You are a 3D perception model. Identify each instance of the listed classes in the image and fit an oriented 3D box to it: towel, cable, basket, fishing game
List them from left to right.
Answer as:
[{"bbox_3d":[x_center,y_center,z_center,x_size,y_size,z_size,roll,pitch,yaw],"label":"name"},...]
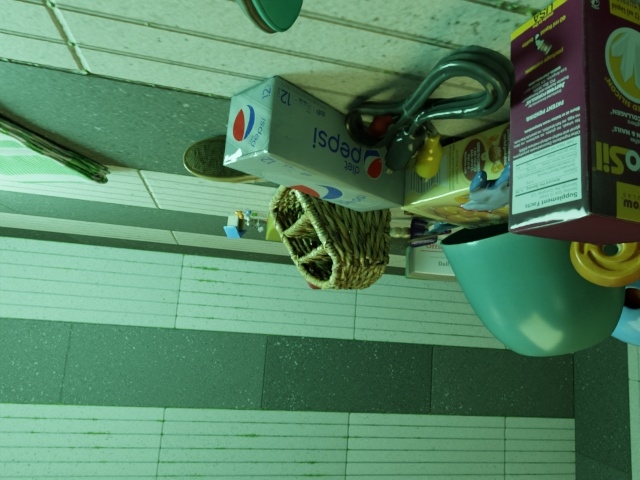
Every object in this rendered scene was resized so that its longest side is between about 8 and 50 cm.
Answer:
[{"bbox_3d":[-0.587,-0.163,0.825,0.247,0.038,0.325,3,171,13],"label":"towel"},{"bbox_3d":[0.000,0.000,1.006,0.222,0.214,0.299,6,170,-15],"label":"basket"},{"bbox_3d":[0.109,-0.149,0.511,0.139,0.072,0.287,39,165,2],"label":"cable"},{"bbox_3d":[0.297,-0.053,0.931,0.189,0.041,0.264,-13,170,-29],"label":"fishing game"}]

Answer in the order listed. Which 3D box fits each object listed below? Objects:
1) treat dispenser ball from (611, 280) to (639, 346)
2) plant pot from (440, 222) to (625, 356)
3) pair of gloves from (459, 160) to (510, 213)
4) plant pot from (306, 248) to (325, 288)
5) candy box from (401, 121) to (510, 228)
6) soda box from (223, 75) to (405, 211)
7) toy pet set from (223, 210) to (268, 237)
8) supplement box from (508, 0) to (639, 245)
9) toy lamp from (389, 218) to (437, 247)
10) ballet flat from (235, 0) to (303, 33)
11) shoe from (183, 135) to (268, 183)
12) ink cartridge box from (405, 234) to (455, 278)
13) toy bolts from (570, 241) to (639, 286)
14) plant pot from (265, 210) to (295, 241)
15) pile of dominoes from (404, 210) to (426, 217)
[{"bbox_3d":[0.744,0.097,1.032,0.288,0.288,0.288,4,171,1],"label":"treat dispenser ball"},{"bbox_3d":[0.398,0.067,0.830,0.292,0.235,0.293,-20,-178,1],"label":"plant pot"},{"bbox_3d":[0.280,-0.056,0.570,0.198,0.023,0.159,7,168,-1],"label":"pair of gloves"},{"bbox_3d":[0.052,0.053,1.406,0.174,0.191,0.191,-5,169,17],"label":"plant pot"},{"bbox_3d":[0.290,-0.094,0.653,0.182,0.088,0.316,11,167,-34],"label":"candy box"},{"bbox_3d":[0.008,-0.118,0.644,0.091,0.098,0.286,-4,168,42],"label":"soda box"},{"bbox_3d":[-0.224,-0.040,1.326,0.114,0.065,0.122,0,169,25],"label":"toy pet set"},{"bbox_3d":[0.226,-0.097,0.381,0.104,0.188,0.081,8,170,-19],"label":"supplement box"},{"bbox_3d":[0.175,-0.021,1.227,0.274,0.080,0.080,1,170,20],"label":"toy lamp"},{"bbox_3d":[-0.059,-0.208,0.263,0.068,0.072,0.213,30,175,12],"label":"ballet flat"},{"bbox_3d":[-0.110,-0.122,0.733,0.218,0.077,0.058,2,166,4],"label":"shoe"},{"bbox_3d":[0.403,0.066,1.522,0.207,0.119,0.353,4,171,6],"label":"ink cartridge box"},{"bbox_3d":[0.496,-0.011,0.669,0.218,0.229,0.158,2,163,32],"label":"toy bolts"},{"bbox_3d":[-0.099,-0.048,1.190,0.081,0.082,0.083,5,162,-6],"label":"plant pot"},{"bbox_3d":[0.252,-0.088,0.894,0.195,0.040,0.251,7,171,-14],"label":"pile of dominoes"}]
